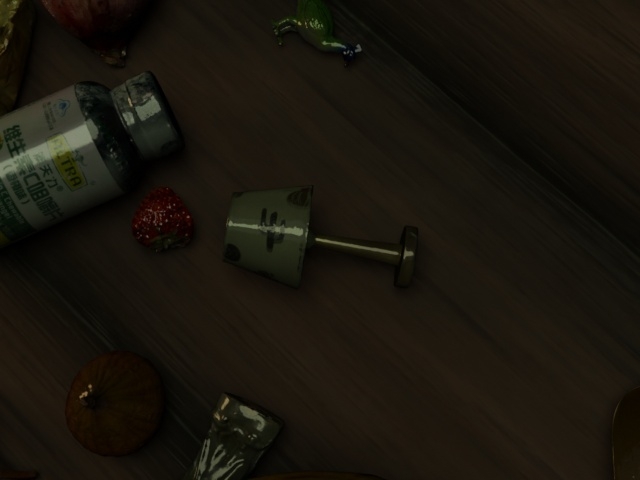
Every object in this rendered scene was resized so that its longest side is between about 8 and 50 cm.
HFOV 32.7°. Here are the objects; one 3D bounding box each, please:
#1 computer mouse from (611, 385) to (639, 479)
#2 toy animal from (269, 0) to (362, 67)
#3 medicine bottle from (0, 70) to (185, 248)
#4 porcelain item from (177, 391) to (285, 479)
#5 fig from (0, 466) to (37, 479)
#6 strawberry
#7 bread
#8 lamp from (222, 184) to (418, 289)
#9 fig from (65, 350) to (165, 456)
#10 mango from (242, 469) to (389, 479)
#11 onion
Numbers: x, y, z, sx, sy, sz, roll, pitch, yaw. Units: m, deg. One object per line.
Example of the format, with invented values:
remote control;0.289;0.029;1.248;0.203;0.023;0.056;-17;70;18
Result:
computer mouse;0.388;0.302;1.142;0.158;0.072;0.310;-2;77;7
toy animal;-0.041;-0.289;1.348;0.075;0.041;0.217;-37;72;-6
medicine bottle;-0.309;-0.095;1.272;0.293;0.141;0.141;-24;75;-1
porcelain item;-0.124;0.277;1.205;0.081;0.069;0.215;28;85;7
fig;-0.423;0.234;1.214;0.201;0.134;0.146;36;91;4
strawberry;-0.188;-0.029;1.284;0.073;0.073;0.083;-15;62;2
bread;-0.452;-0.233;1.328;0.179;0.133;0.250;19;78;14
lamp;0.000;0.000;1.232;0.215;0.121;0.121;10;77;-1
fig;-0.244;0.184;1.203;0.119;0.153;0.119;0;90;33
mango;-0.071;0.346;1.065;0.445;0.301;0.220;-8;70;15
onion;-0.269;-0.306;1.329;0.160;0.159;0.194;-7;105;4
